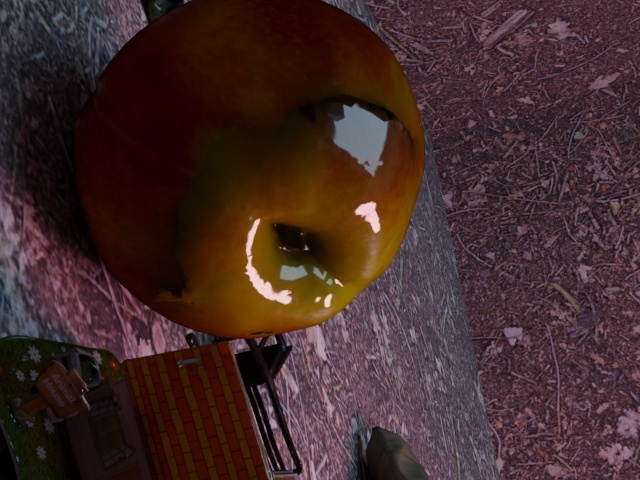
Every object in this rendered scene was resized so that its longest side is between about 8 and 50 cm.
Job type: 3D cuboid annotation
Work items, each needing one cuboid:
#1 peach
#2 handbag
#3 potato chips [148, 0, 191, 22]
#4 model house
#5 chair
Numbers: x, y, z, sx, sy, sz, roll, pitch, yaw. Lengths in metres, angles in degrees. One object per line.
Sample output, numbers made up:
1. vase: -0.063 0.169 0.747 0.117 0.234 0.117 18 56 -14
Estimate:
1. peach: -0.079 -0.085 1.095 0.370 0.370 0.370 -16 90 -77
2. handbag: 0.169 0.494 1.840 0.253 0.109 0.316 -122 -169 -63
3. potato chips: -0.142 -0.283 1.612 0.429 0.070 0.358 -84 158 -55
4. model house: -0.121 0.186 0.852 0.207 0.154 0.294 29 39 -65
5. chair: -0.075 0.176 1.316 0.101 0.084 0.212 -65 136 -65
